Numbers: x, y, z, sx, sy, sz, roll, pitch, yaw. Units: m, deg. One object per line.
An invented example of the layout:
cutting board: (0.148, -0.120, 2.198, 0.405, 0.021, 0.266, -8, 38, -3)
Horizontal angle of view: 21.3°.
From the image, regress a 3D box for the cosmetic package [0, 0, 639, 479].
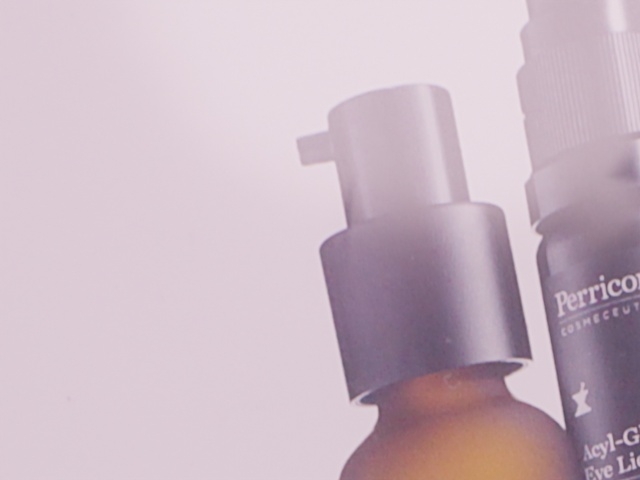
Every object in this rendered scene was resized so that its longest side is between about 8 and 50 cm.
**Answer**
cosmetic package: (0.000, 0.000, 0.379, 0.377, 0.097, 0.284, -13, 103, -3)
